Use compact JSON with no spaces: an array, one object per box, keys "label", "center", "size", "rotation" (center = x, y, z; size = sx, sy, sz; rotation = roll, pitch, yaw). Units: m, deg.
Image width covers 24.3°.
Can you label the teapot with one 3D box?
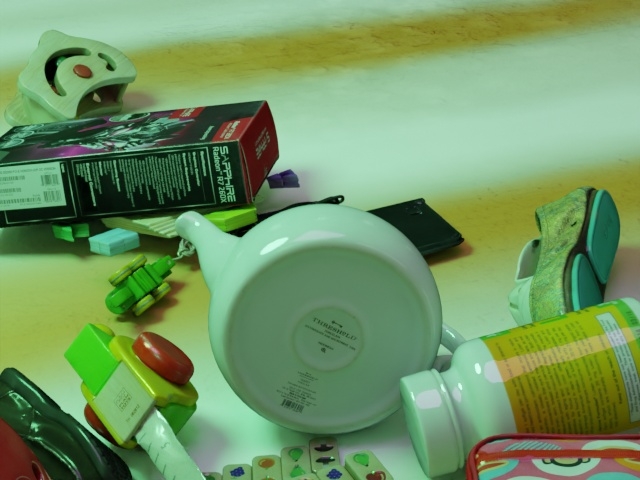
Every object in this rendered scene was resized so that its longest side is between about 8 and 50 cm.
[{"label":"teapot","center":[0.007,0.066,1.542],"size":[0.253,0.256,0.187],"rotation":[-20,20,4]}]

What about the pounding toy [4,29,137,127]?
[{"label":"pounding toy","center":[-0.382,-0.213,2.260],"size":[0.154,0.155,0.269],"rotation":[25,37,-9]}]

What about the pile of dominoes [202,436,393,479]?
[{"label":"pile of dominoes","center":[-0.059,0.253,1.390],"size":[0.251,0.040,0.196],"rotation":[-13,30,-20]}]

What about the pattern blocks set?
[{"label":"pattern blocks set","center":[-0.181,-0.044,1.926],"size":[0.325,0.026,0.285],"rotation":[-17,19,-27]}]

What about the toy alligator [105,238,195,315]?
[{"label":"toy alligator","center":[-0.210,0.049,1.781],"size":[0.051,0.056,0.190],"rotation":[-38,2,31]}]

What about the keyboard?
[{"label":"keyboard","center":[0.000,0.000,1.869],"size":[0.317,0.033,0.201],"rotation":[-13,32,-21]}]

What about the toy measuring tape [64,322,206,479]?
[{"label":"toy measuring tape","center":[-0.149,0.184,1.465],"size":[0.121,0.121,0.330],"rotation":[-18,39,-27]}]

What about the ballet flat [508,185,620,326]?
[{"label":"ballet flat","center":[0.271,0.049,1.686],"size":[0.123,0.123,0.348],"rotation":[4,30,13]}]

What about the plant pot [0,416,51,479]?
[{"label":"plant pot","center":[-0.312,0.204,1.175],"size":[0.191,0.174,0.191],"rotation":[-13,29,7]}]

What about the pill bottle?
[{"label":"pill bottle","center":[0.207,0.149,1.445],"size":[0.246,0.136,0.136],"rotation":[-15,30,-6]}]

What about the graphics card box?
[{"label":"graphics card box","center":[-0.255,-0.101,1.942],"size":[0.371,0.094,0.233],"rotation":[-6,18,10]}]

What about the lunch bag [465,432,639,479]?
[{"label":"lunch bag","center":[0.271,0.253,1.291],"size":[0.293,0.120,0.258],"rotation":[-1,24,2]}]

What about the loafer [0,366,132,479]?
[{"label":"loafer","center":[-0.266,0.208,1.472],"size":[0.078,0.080,0.220],"rotation":[-49,45,-11]}]
